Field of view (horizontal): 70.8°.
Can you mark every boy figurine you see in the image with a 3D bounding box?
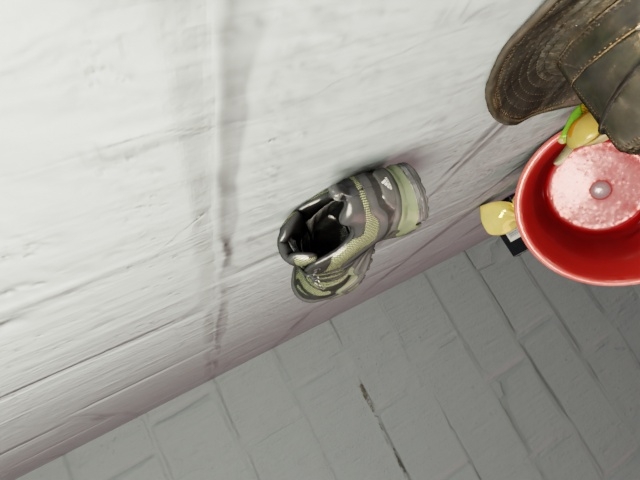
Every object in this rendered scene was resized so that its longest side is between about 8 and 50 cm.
[{"bbox_3d":[0.508,-0.109,1.043,0.285,0.092,0.177,-33,167,23],"label":"boy figurine"}]

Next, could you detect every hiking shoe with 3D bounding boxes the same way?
[{"bbox_3d":[0.000,0.000,0.448,0.114,0.086,0.227,-5,151,-30],"label":"hiking shoe"}]

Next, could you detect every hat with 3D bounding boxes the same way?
[{"bbox_3d":[0.302,-0.148,0.325,0.332,0.133,0.331,-23,165,-7],"label":"hat"}]

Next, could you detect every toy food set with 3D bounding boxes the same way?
[{"bbox_3d":[0.346,-0.165,0.532,0.132,0.039,0.192,-53,178,-4],"label":"toy food set"}]

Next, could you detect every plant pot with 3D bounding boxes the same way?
[{"bbox_3d":[0.492,-0.080,0.781,0.275,0.274,0.243,-35,175,29],"label":"plant pot"}]

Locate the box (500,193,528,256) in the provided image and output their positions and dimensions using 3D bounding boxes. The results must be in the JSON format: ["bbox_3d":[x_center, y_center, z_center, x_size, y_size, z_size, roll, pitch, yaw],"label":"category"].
[{"bbox_3d":[0.603,-0.068,1.270,0.207,0.153,0.108,-23,166,-26],"label":"box"}]
